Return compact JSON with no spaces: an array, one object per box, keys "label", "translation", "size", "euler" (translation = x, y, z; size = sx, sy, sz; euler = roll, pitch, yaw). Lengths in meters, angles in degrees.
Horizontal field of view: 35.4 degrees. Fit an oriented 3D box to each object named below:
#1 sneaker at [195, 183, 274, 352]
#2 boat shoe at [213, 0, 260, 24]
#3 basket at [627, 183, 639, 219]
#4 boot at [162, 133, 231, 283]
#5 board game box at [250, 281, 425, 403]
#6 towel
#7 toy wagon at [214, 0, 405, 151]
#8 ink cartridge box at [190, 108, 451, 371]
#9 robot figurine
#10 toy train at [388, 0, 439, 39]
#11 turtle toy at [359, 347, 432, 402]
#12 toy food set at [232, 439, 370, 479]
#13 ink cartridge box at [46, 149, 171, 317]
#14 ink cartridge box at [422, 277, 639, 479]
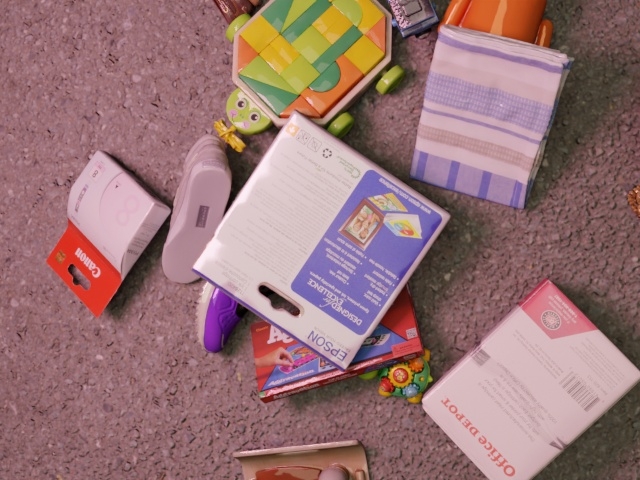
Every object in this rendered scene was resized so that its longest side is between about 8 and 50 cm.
[{"label":"sneaker","translation":[-0.111,0.065,1.692],"size":[0.146,0.102,0.293],"euler":[19,95,5]},{"label":"boat shoe","translation":[-0.198,-0.457,1.729],"size":[0.073,0.073,0.207],"euler":[-44,81,6]},{"label":"basket","translation":[0.677,-0.053,1.539],"size":[0.299,0.223,0.213],"euler":[-41,115,8]},{"label":"boot","translation":[-0.208,-0.055,1.721],"size":[0.095,0.123,0.258],"euler":[14,124,-16]},{"label":"board game box","translation":[0.024,0.165,1.665],"size":[0.281,0.027,0.145],"euler":[-18,53,11]},{"label":"towel","translation":[0.260,-0.190,1.581],"size":[0.209,0.034,0.285],"euler":[17,126,11]},{"label":"toy wagon","translation":[-0.038,-0.287,1.677],"size":[0.344,0.068,0.267],"euler":[-44,81,-4]},{"label":"ink cartridge box","translation":[0.000,0.000,1.612],"size":[0.304,0.072,0.307],"euler":[34,98,1]},{"label":"robot figurine","translation":[0.282,-0.337,1.604],"size":[0.128,0.158,0.219],"euler":[18,94,41]},{"label":"toy train","translation":[0.132,-0.410,1.605],"size":[0.080,0.105,0.184],"euler":[-23,95,9]},{"label":"turtle toy","translation":[0.122,0.218,1.659],"size":[0.130,0.066,0.095],"euler":[11,91,12]},{"label":"toy food set","translation":[-0.019,0.492,1.672],"size":[0.220,0.092,0.306],"euler":[-9,87,11]},{"label":"ink cartridge box","translation":[-0.385,-0.014,1.737],"size":[0.189,0.066,0.232],"euler":[40,94,34]},{"label":"ink cartridge box","translation":[0.330,0.229,1.591],"size":[0.283,0.117,0.207],"euler":[-44,82,7]}]
